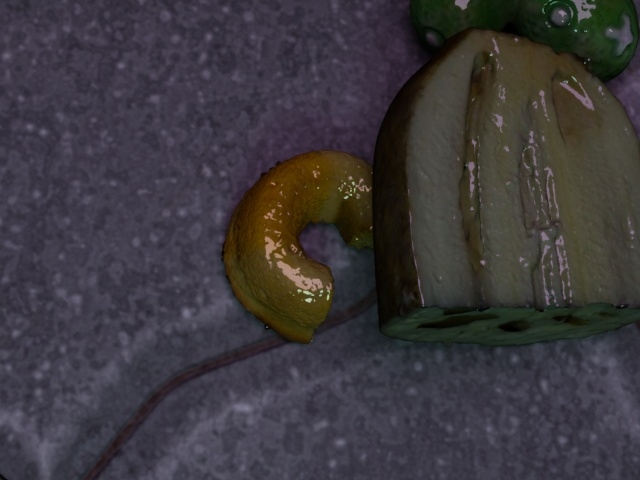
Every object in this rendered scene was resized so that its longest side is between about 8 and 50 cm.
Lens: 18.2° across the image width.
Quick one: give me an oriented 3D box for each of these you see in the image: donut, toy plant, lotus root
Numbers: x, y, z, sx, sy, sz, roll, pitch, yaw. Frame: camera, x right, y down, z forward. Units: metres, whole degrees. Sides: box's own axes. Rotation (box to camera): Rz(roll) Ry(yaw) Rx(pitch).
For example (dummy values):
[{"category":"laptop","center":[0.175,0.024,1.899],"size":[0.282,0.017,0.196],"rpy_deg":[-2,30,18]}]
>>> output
[{"category":"donut","center":[-0.007,-0.010,1.783],"size":[0.181,0.078,0.146],"rpy_deg":[-41,85,-22]},{"category":"toy plant","center":[0.193,-0.261,1.869],"size":[0.218,0.175,0.235],"rpy_deg":[1,98,-3]},{"category":"lotus root","center":[0.144,-0.046,1.764],"size":[0.267,0.149,0.260],"rpy_deg":[1,72,-31]}]
